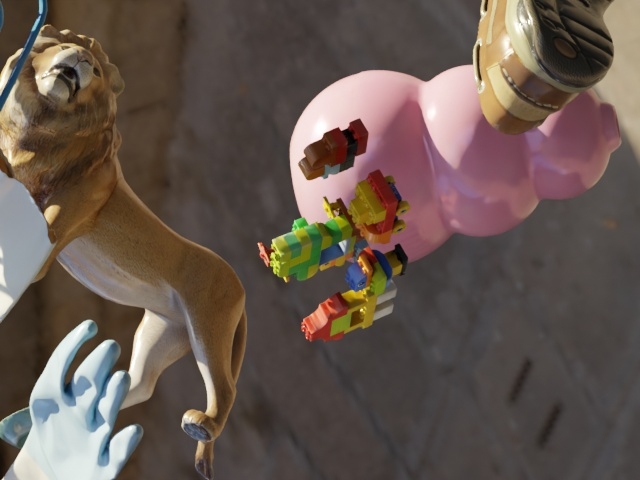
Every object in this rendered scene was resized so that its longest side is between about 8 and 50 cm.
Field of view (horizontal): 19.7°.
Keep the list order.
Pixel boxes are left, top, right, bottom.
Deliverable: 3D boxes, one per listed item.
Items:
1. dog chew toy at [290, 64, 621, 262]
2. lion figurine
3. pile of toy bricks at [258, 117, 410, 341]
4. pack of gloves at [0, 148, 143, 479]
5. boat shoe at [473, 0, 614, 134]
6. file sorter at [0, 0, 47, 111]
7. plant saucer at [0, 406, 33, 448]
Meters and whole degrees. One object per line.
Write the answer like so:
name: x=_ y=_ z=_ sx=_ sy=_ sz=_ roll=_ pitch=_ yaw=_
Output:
dog chew toy: x=0.142 y=-0.087 z=1.902 sx=0.206 sy=0.332 sz=0.206 roll=-10 pitch=-90 yaw=-77
lion figurine: x=-0.176 y=0.010 z=1.670 sx=0.142 sy=0.240 sz=0.392 roll=-17 pitch=121 yaw=41
pile of toy bricks: x=0.000 y=0.000 z=1.495 sx=0.118 sy=0.105 sz=0.212 roll=60 pitch=164 yaw=23
pack of gloves: x=-0.188 y=0.089 z=1.055 sx=0.195 sy=0.046 sz=0.232 roll=55 pitch=140 yaw=24
boat shoe: x=0.192 y=-0.204 z=1.674 sx=0.123 sy=0.324 sz=0.120 roll=35 pitch=121 yaw=-8
file sorter: x=-0.258 y=-0.116 z=1.054 sx=0.170 sy=0.118 sz=0.104 roll=-2 pitch=147 yaw=43
plant saucer: x=-0.285 y=0.199 z=1.969 sx=0.119 sy=0.119 sz=0.021 roll=121 pitch=135 yaw=-61
